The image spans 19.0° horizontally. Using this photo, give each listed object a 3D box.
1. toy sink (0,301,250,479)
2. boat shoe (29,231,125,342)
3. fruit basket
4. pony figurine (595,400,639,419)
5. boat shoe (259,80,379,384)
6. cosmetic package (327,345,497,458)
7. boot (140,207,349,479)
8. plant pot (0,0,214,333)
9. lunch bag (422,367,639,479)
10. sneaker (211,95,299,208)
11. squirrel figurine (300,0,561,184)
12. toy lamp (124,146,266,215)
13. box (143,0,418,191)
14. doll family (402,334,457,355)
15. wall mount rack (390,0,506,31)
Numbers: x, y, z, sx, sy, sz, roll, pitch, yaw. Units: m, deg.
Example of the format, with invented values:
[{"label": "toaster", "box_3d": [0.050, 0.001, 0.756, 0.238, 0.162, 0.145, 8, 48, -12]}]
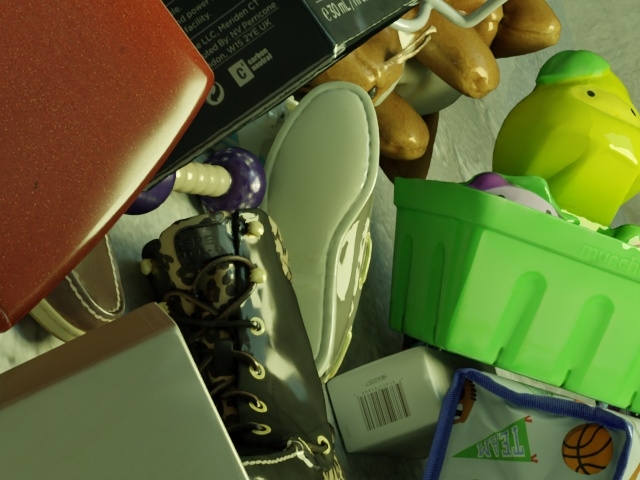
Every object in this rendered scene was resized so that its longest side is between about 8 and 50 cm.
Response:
[{"label": "toy sink", "box_3d": [-0.175, 0.161, 1.240, 0.153, 0.234, 0.131, 65, -9, -11]}, {"label": "boat shoe", "box_3d": [-0.210, -0.091, 1.443, 0.342, 0.123, 0.123, 69, 20, 0]}, {"label": "fruit basket", "box_3d": [0.273, -0.027, 2.036, 0.392, 0.392, 0.283, 65, -14, -12]}, {"label": "pony figurine", "box_3d": [0.334, 0.302, 2.254, 0.351, 0.302, 0.363, 161, -61, -76]}, {"label": "boat shoe", "box_3d": [-0.005, -0.001, 1.836, 0.091, 0.109, 0.305, 58, 42, -71]}, {"label": "cosmetic package", "box_3d": [0.109, 0.175, 2.034, 0.231, 0.117, 0.085, 18, 54, -67]}, {"label": "boot", "box_3d": [-0.074, 0.118, 1.563, 0.377, 0.138, 0.284, 23, 50, -72]}, {"label": "plant pot", "box_3d": [-0.263, -0.076, 1.132, 0.267, 0.267, 0.236, 54, 38, -37]}, {"label": "lunch bag", "box_3d": [0.223, 0.349, 1.936, 0.328, 0.239, 0.385, 24, 83, -65]}, {"label": "sneaker", "box_3d": [-0.073, -0.126, 1.886, 0.229, 0.092, 0.087, 53, 27, -36]}, {"label": "squirrel figurine", "box_3d": [0.016, -0.267, 2.103, 0.370, 0.281, 0.397, -7, 61, -59]}, {"label": "toy lamp", "box_3d": [-0.131, -0.056, 1.691, 0.274, 0.080, 0.080, 9, 63, -69]}, {"label": "box", "box_3d": [-0.136, -0.283, 1.587, 0.395, 0.212, 0.293, 54, 22, -4]}, {"label": "doll family", "box_3d": [0.134, 0.106, 2.223, 0.193, 0.076, 0.111, -63, 149, -70]}, {"label": "wall mount rack", "box_3d": [0.077, -0.381, 1.934, 0.304, 0.130, 0.350, 37, 36, -19]}]
